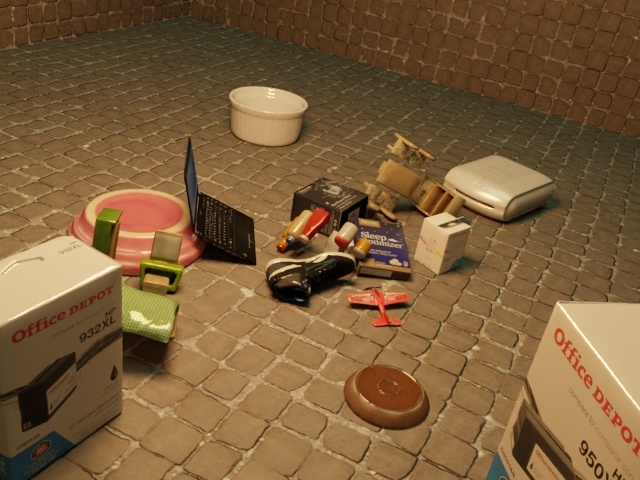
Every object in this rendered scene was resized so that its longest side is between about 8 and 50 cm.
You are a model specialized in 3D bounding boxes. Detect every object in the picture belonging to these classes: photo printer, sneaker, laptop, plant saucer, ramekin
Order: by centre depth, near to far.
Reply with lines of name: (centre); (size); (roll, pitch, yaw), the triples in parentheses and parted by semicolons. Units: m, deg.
plant saucer: (0.129, 0.291, 1.278); (0.168, 0.029, 0.168); (8, 30, -5)
sneaker: (-0.014, 0.095, 1.542); (0.217, 0.079, 0.121); (-6, 35, -11)
plant saucer: (-0.442, -0.036, 1.627); (0.332, 0.084, 0.332); (8, 29, -5)
laptop: (-0.245, -0.100, 1.650); (0.264, 0.136, 0.234); (28, 24, -21)
photo printer: (0.565, -0.169, 2.143); (0.307, 0.107, 0.256); (-20, 41, -41)
ramekin: (-0.190, -0.439, 2.360); (0.277, 0.135, 0.277); (8, 29, -5)

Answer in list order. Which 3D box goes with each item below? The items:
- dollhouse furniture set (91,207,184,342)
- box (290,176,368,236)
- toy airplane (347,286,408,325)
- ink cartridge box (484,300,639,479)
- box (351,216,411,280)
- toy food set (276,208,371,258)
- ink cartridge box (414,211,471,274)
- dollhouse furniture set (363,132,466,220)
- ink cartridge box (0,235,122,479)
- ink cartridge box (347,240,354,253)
dollhouse furniture set: (-0.367, 0.059, 1.322); (0.197, 0.151, 0.301); (12, 14, -12)
box: (0.026, -0.092, 1.859); (0.158, 0.093, 0.156); (23, 32, 25)
toy airplane: (0.141, 0.151, 1.528); (0.151, 0.028, 0.151); (6, 30, -4)
ink cartridge box: (0.400, 0.321, 0.932); (0.166, 0.395, 0.285); (3, 29, -12)
box: (0.154, 0.008, 1.731); (0.136, 0.036, 0.225); (9, 39, -10)
toy food set: (0.000, 0.000, 1.646); (0.232, 0.111, 0.104); (23, 60, 26)
ink cartridge box: (0.319, -0.002, 1.734); (0.092, 0.143, 0.090); (-16, 38, -39)
dollhouse furniture set: (0.273, -0.148, 1.919); (0.242, 0.212, 0.161); (23, 16, -37)
ink cartridge box: (-0.426, 0.180, 1.018); (0.129, 0.307, 0.223); (24, 33, 24)
ink cartridge box: (0.096, 0.009, 1.763); (0.083, 0.028, 0.048); (-6, 34, -27)
